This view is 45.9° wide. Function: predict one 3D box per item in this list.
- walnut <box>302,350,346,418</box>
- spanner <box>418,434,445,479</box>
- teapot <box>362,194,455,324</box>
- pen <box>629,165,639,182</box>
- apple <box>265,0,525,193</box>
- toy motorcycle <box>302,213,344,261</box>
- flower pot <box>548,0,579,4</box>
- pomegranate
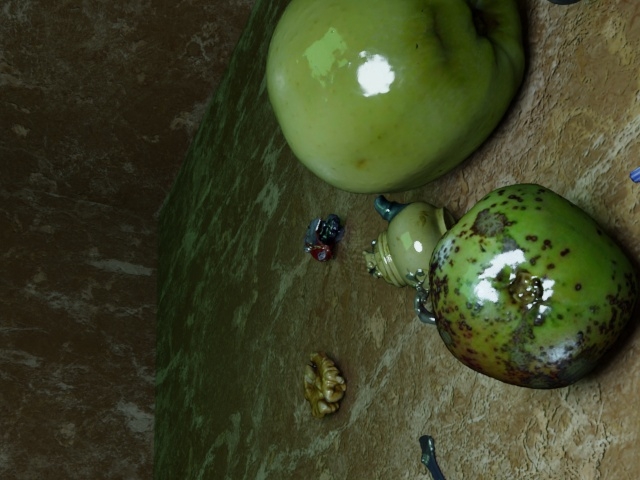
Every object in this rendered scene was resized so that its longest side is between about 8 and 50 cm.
[{"bbox_3d":[0.010,0.336,1.774,0.170,0.069,0.142,-124,49,-60],"label":"walnut"},{"bbox_3d":[0.216,0.427,1.342,0.046,0.012,0.208,-65,27,25],"label":"spanner"},{"bbox_3d":[0.173,0.035,1.410,0.183,0.173,0.269,-20,87,19],"label":"teapot"},{"bbox_3d":[0.489,-0.127,0.990,0.204,0.025,0.025,-41,42,54],"label":"pen"},{"bbox_3d":[0.133,-0.315,1.379,0.473,0.474,0.473,-41,43,54],"label":"apple"},{"bbox_3d":[0.001,0.000,1.949,0.213,0.082,0.122,163,127,-73],"label":"toy motorcycle"},{"bbox_3d":[0.423,-0.472,1.076,0.166,0.269,0.268,21,98,47],"label":"flower pot"},{"bbox_3d":[0.293,0.067,1.095,0.341,0.285,0.284,-7,-68,-79],"label":"pomegranate"}]
